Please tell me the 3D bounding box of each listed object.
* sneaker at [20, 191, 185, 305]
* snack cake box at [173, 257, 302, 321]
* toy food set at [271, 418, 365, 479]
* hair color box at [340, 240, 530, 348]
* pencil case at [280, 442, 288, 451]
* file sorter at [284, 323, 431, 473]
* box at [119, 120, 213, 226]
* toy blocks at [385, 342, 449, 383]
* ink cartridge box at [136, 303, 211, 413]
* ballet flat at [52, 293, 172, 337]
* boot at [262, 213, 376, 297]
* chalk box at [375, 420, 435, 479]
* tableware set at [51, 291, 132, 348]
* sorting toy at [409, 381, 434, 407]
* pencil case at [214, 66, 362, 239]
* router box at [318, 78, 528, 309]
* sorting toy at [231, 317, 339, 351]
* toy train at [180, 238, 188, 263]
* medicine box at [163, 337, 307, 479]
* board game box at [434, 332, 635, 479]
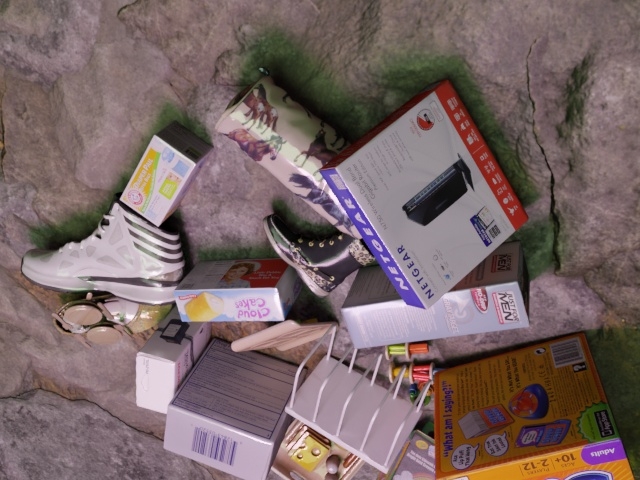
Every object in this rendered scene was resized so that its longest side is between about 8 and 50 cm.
[{"bbox_3d":[-0.532,-0.002,1.776,0.447,0.169,0.258,7,104,15],"label":"sneaker"},{"bbox_3d":[-0.192,0.115,1.707,0.264,0.152,0.089,-3,114,19],"label":"snack cake box"},{"bbox_3d":[0.032,0.521,1.848,0.219,0.092,0.306,37,100,-5],"label":"toy food set"},{"bbox_3d":[0.251,0.118,1.553,0.374,0.185,0.114,-11,113,22],"label":"hair color box"},{"bbox_3d":[-0.175,0.513,1.951,0.209,0.095,0.098,25,91,4],"label":"pencil case"},{"bbox_3d":[0.092,0.355,1.671,0.277,0.193,0.173,28,137,16],"label":"file sorter"},{"bbox_3d":[-0.351,-0.151,1.643,0.114,0.103,0.203,35,121,-3],"label":"box"},{"bbox_3d":[0.236,0.288,1.726,0.148,0.054,0.123,-2,117,18],"label":"toy blocks"},{"bbox_3d":[-0.361,0.289,1.801,0.100,0.237,0.172,14,120,10],"label":"ink cartridge box"},{"bbox_3d":[-0.547,0.187,1.863,0.348,0.123,0.123,-12,113,25],"label":"ballet flat"},{"bbox_3d":[0.001,0.000,1.632,0.178,0.085,0.236,-33,105,25],"label":"boot"},{"bbox_3d":[0.244,0.561,1.804,0.132,0.213,0.132,34,155,0],"label":"chalk box"},{"bbox_3d":[-0.556,0.198,1.775,0.128,0.039,0.194,-12,144,6],"label":"tableware set"},{"bbox_3d":[0.248,0.380,1.778,0.061,0.042,0.102,23,122,4],"label":"sorting toy"},{"bbox_3d":[-0.010,-0.170,1.488,0.410,0.183,0.160,38,129,-7],"label":"pencil case"},{"bbox_3d":[0.209,-0.088,1.409,0.335,0.301,0.082,55,162,-16],"label":"router box"},{"bbox_3d":[-0.083,0.223,1.730,0.193,0.208,0.038,-24,70,26],"label":"sorting toy"},{"bbox_3d":[-0.350,0.020,1.784,0.023,0.017,0.083,-3,116,30],"label":"toy train"},{"bbox_3d":[-0.205,0.412,1.788,0.263,0.289,0.149,18,120,8],"label":"medicine box"},{"bbox_3d":[0.470,0.480,1.555,0.356,0.356,0.356,-18,112,17],"label":"board game box"}]
